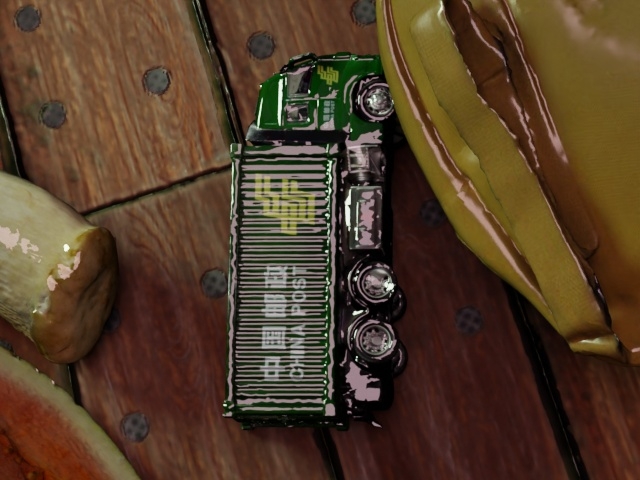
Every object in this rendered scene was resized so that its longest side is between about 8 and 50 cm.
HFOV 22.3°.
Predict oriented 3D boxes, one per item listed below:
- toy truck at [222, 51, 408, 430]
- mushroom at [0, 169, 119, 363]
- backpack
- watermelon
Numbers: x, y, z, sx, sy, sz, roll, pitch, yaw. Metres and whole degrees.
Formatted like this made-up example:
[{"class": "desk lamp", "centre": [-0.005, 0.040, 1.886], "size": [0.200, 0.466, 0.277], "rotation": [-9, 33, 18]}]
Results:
[{"class": "toy truck", "centre": [0.000, 0.000, 1.137], "size": [0.121, 0.088, 0.259], "rotation": [0, 76, 7]}, {"class": "mushroom", "centre": [-0.291, -0.042, 1.178], "size": [0.351, 0.095, 0.123], "rotation": [36, 108, 11]}, {"class": "backpack", "centre": [0.224, -0.118, 1.058], "size": [0.353, 0.201, 0.378], "rotation": [-35, 83, 15]}, {"class": "watermelon", "centre": [-0.194, 0.160, 1.102], "size": [0.128, 0.159, 0.303], "rotation": [-31, 68, -33]}]
